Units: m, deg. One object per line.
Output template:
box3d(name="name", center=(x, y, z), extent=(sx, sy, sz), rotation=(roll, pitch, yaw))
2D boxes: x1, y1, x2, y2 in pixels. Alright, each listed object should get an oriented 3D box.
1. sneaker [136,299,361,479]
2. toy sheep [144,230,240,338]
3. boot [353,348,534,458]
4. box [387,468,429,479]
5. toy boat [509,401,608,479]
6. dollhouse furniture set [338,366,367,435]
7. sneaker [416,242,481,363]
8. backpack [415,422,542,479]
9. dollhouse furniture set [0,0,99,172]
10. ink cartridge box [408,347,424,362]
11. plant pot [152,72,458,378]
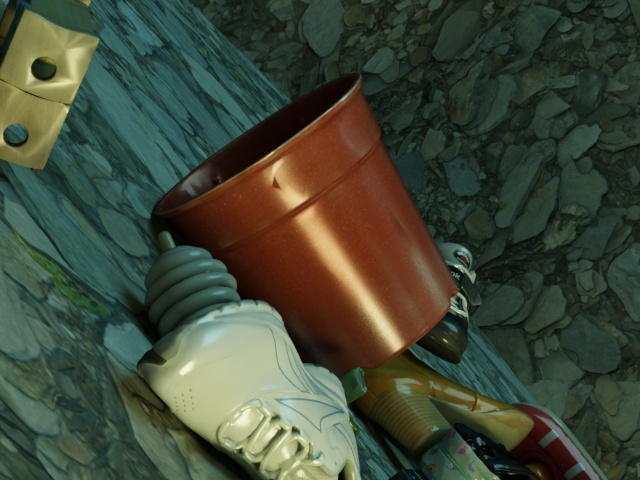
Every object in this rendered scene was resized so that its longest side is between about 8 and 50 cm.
box3d(name="sneaker", center=(-0.036, 0.143, 1.160), extent=(0.297, 0.111, 0.129), rotation=(38, 19, -53))
box3d(name="toy sheep", center=(-0.112, 0.050, 1.252), extent=(0.132, 0.091, 0.091), rotation=(58, 9, 19))
box3d(name="boot", center=(0.133, 0.182, 1.826), extent=(0.295, 0.104, 0.211), rotation=(12, 31, -53))
box3d(name="box", center=(0.081, 0.261, 1.407), extent=(0.052, 0.062, 0.083), rotation=(53, 8, 18))
box3d(name="toy boat", center=(0.310, 0.354, 2.134), extent=(0.151, 0.151, 0.231), rotation=(-14, 60, -49))
box3d(name="dollhouse furniture set", center=(0.001, 0.155, 1.417), extent=(0.058, 0.076, 0.152), rotation=(49, 8, -11))
box3d(name="sneaker", center=(0.148, 0.067, 1.925), extent=(0.122, 0.146, 0.330), rotation=(34, 2, -10))
box3d(name="backpack", center=(0.189, 0.294, 1.688), extent=(0.152, 0.115, 0.182), rotation=(40, 0, 42))
box3d(name="dollhouse furniture set", center=(-0.298, -0.164, 1.203), extent=(0.183, 0.129, 0.129), rotation=(20, 19, -21))
box3d(name="ink cartridge box", center=(0.120, 0.181, 2.107), extent=(0.171, 0.056, 0.235), rotation=(47, 9, -11))
box3d(name="plant pot", center=(0.000, 0.000, 1.596), extent=(0.265, 0.272, 0.272), rotation=(57, 6, -12))
